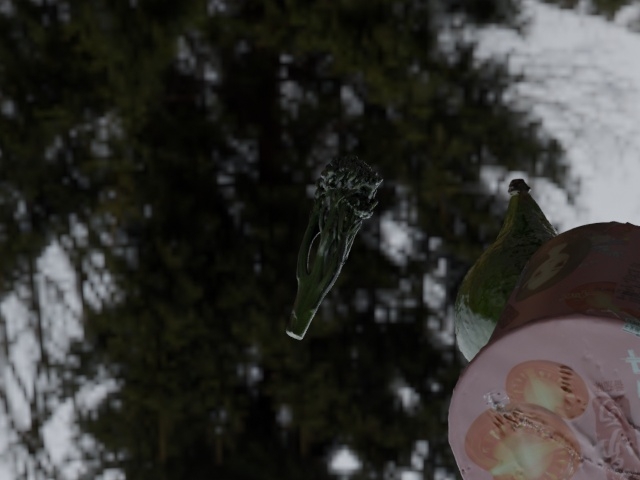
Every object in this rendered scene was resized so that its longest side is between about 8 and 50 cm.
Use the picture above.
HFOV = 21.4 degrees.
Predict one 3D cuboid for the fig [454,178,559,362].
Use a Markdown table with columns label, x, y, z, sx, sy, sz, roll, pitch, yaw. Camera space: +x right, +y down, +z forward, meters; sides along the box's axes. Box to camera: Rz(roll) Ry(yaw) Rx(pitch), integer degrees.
| label | x | y | z | sx | sy | sz | roll | pitch | yaw |
| --- | --- | --- | --- | --- | --- | --- | --- | --- | --- |
| fig | 0.250 | 0.047 | 1.867 | 0.203 | 0.203 | 0.235 | 2 | -117 | 6 |

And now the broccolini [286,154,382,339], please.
| label | x | y | z | sx | sy | sz | roll | pitch | yaw |
| --- | --- | --- | --- | --- | --- | --- | --- | --- | --- |
| broccolini | 0.011 | 0.008 | 1.790 | 0.091 | 0.202 | 0.068 | 17 | 180 | 42 |

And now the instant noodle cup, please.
| label | x | y | z | sx | sy | sz | roll | pitch | yaw |
| --- | --- | --- | --- | --- | --- | --- | --- | --- | --- |
| instant noodle cup | 0.249 | 0.115 | 1.499 | 0.243 | 0.243 | 0.231 | 4 | -152 | 13 |
